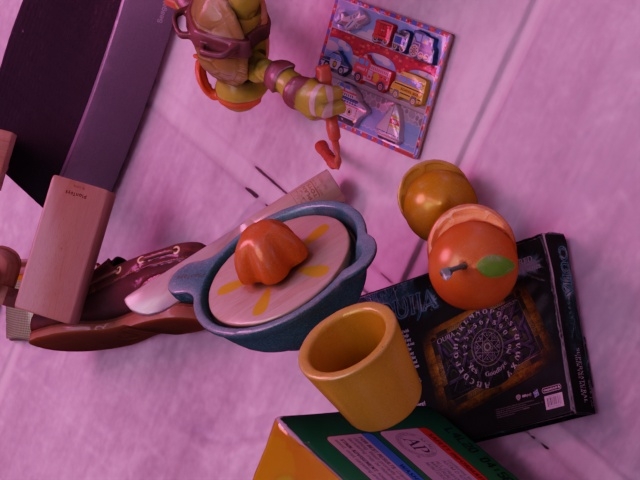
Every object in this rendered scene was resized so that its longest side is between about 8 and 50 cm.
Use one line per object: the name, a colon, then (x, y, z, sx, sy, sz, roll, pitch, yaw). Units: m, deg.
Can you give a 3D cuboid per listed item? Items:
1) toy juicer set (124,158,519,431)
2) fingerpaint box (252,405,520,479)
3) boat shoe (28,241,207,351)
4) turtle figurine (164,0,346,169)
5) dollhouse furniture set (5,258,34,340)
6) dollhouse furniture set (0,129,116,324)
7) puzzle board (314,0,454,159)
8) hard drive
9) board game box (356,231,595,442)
toy juicer set: (0.000, 0.000, 1.261, 0.209, 0.089, 0.329, -43, 32, -18)
fingerpaint box: (0.097, 0.378, 1.133, 0.445, 0.163, 0.371, 38, 116, 40)
boat shoe: (-0.166, 0.049, 1.514, 0.207, 0.073, 0.073, -12, 71, 37)
turtle figurine: (-0.072, -0.180, 1.354, 0.269, 0.087, 0.217, 49, 152, 42)
dollhouse furniture set: (-0.318, 0.055, 1.677, 0.152, 0.058, 0.076, -2, 85, 46)
dollhouse furniture set: (-0.246, -0.013, 1.539, 0.151, 0.123, 0.144, 15, 87, 11)
puzzle board: (0.041, -0.125, 1.354, 0.128, 0.011, 0.096, 27, 106, 45)
hard drive: (-0.218, -0.153, 1.594, 0.172, 0.054, 0.254, 39, 114, 41)
board game box: (0.104, 0.078, 1.259, 0.186, 0.026, 0.126, -20, 72, 44)
